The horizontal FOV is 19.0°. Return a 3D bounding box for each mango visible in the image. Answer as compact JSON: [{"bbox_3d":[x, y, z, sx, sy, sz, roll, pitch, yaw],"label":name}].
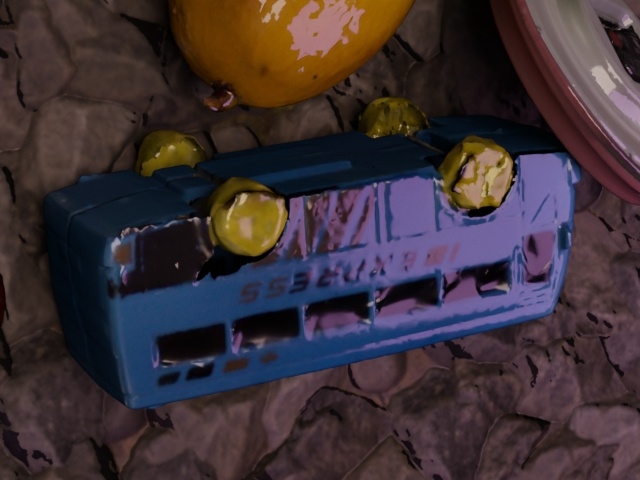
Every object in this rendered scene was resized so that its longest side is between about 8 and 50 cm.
[{"bbox_3d":[-0.003,-0.219,1.388,0.176,0.119,0.317,45,66,-20],"label":"mango"}]

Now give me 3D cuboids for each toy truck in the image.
[{"bbox_3d":[0.000,0.000,1.387,0.385,0.161,0.162,-12,111,-25],"label":"toy truck"}]

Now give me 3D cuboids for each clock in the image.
[{"bbox_3d":[0.215,-0.135,1.454,0.244,0.056,0.244,40,32,-32],"label":"clock"}]

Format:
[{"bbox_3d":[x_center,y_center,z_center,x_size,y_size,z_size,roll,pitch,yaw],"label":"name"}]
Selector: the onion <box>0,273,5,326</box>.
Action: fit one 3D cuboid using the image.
[{"bbox_3d":[-0.265,0.044,1.275,0.117,0.118,0.118,-46,113,-1],"label":"onion"}]
